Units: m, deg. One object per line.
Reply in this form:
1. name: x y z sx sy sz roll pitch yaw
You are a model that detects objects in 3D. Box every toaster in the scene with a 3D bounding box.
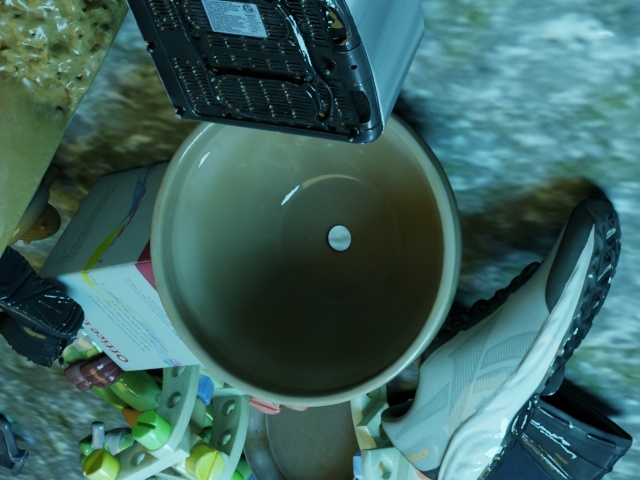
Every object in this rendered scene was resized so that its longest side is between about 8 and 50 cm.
1. toaster: -0.025 -0.156 1.185 0.186 0.110 0.168 9 146 25

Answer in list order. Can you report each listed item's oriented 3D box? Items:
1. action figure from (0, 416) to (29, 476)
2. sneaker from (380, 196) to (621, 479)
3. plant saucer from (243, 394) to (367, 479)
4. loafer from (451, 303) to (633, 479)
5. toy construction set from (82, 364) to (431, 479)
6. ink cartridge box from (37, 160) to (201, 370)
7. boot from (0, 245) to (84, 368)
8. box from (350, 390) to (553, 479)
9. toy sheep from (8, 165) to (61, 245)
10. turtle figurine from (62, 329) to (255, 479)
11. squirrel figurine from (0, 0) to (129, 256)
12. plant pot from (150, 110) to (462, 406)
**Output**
1. action figure: -0.516 0.199 2.004 0.341 0.178 0.330 15 137 13
2. sneaker: 0.133 0.076 1.347 0.108 0.100 0.271 37 116 12
3. plant saucer: -0.009 0.165 1.636 0.029 0.168 0.168 2 170 -43
4. loafer: 0.170 0.118 1.500 0.078 0.076 0.223 -41 106 18
5. toy construction set: -0.034 0.138 1.523 0.328 0.215 0.151 2 146 31
6. ink cartridge box: -0.120 0.019 1.493 0.176 0.127 0.128 -9 133 43
7. boot: -0.250 0.055 1.486 0.121 0.045 0.099 35 154 -5
8. box: 0.123 0.304 1.695 0.294 0.182 0.296 37 147 -21
9. toy sheep: -0.281 -0.045 1.551 0.132 0.091 0.091 36 147 -16
10. turtle figurine: -0.204 0.197 1.716 0.275 0.198 0.266 -38 98 14
11. squirrel figurine: -0.347 -0.162 1.272 0.370 0.281 0.397 28 132 -10
12. plant pot: 0.000 0.000 1.354 0.237 0.237 0.110 15 -171 17
